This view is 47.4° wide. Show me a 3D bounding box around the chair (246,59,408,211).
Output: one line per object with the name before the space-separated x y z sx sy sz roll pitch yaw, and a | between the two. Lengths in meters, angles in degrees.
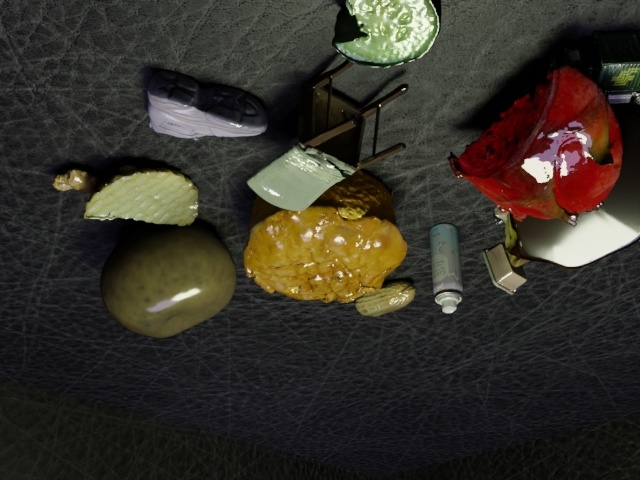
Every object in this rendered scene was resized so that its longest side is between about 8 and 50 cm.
chair | 0.011 -0.201 1.432 0.160 0.186 0.319 22 150 -32

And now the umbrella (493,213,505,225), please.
umbrella | 0.495 -0.059 1.780 0.144 0.037 0.040 -7 148 16

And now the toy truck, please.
toy truck | 0.554 -0.311 1.331 0.259 0.088 0.121 -3 149 4

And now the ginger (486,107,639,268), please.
ginger | 0.529 -0.139 1.531 0.414 0.211 0.358 -25 99 34

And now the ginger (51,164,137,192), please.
ginger | -0.501 -0.125 1.692 0.193 0.052 0.176 -16 144 23

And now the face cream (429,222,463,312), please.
face cream | 0.313 0.070 1.811 0.075 0.229 0.075 1 147 0

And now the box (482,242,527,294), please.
box | 0.487 0.071 1.917 0.089 0.122 0.062 26 129 -34

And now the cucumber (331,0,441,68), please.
cucumber | 0.111 -0.389 1.187 0.191 0.130 0.191 1 143 1

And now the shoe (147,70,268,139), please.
shoe | -0.232 -0.245 1.463 0.245 0.095 0.137 14 149 -14

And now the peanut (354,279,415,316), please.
peanut | 0.190 0.169 2.111 0.194 0.083 0.093 -18 144 27

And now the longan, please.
longan | -0.385 0.097 1.856 0.350 0.288 0.288 -16 146 6

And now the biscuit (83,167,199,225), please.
biscuit | -0.395 -0.105 1.687 0.274 0.036 0.187 6 140 -36

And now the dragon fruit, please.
dragon fruit | 0.428 -0.138 1.371 0.282 0.100 0.343 36 138 -7

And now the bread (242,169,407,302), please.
bread | 0.000 0.000 1.729 0.399 0.215 0.398 1 149 1
